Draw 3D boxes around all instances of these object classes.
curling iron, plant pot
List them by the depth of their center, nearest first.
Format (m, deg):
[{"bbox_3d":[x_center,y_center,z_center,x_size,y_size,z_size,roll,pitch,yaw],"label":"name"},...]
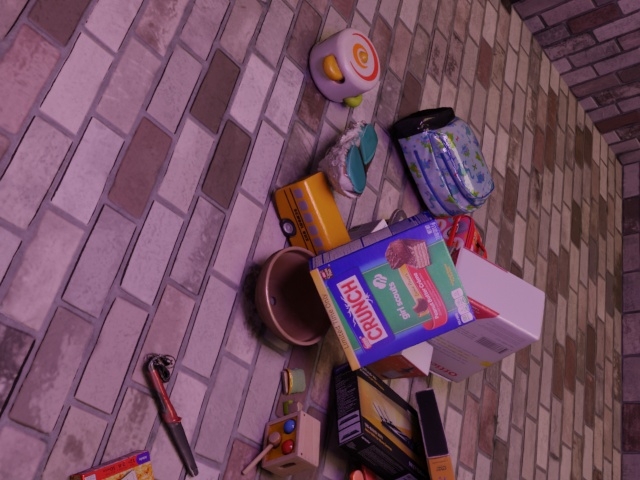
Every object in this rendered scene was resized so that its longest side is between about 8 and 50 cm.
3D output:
[{"bbox_3d":[-0.296,0.357,1.467,0.068,0.035,0.274,-21,94,-50],"label":"curling iron"},{"bbox_3d":[-0.081,0.140,1.723,0.237,0.110,0.237,19,64,-44],"label":"plant pot"}]

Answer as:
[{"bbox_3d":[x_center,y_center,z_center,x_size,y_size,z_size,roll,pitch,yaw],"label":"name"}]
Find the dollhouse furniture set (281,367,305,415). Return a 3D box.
[{"bbox_3d":[-0.046,0.382,1.730,0.076,0.058,0.152,6,74,-49],"label":"dollhouse furniture set"}]

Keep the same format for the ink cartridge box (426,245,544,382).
[{"bbox_3d":[0.378,0.217,1.967,0.279,0.385,0.160,28,53,-11],"label":"ink cartridge box"}]

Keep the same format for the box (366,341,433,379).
[{"bbox_3d":[0.197,0.308,1.945,0.130,0.170,0.091,41,51,-33],"label":"box"}]

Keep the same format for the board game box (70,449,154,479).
[{"bbox_3d":[-0.372,0.507,1.326,0.147,0.045,0.193,-9,86,-50],"label":"board game box"}]

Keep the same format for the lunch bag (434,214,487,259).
[{"bbox_3d":[0.370,0.057,2.148,0.120,0.258,0.293,60,39,-37],"label":"lunch bag"}]

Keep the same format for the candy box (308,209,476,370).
[{"bbox_3d":[0.164,0.116,1.686,0.122,0.317,0.268,-89,156,-78],"label":"candy box"}]

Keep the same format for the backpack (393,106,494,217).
[{"bbox_3d":[0.408,-0.247,2.327,0.290,0.273,0.355,-30,114,-56],"label":"backpack"}]

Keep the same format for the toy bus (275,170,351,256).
[{"bbox_3d":[0.000,0.000,1.842,0.108,0.130,0.333,-33,104,-48],"label":"toy bus"}]

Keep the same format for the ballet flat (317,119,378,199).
[{"bbox_3d":[0.065,-0.206,1.924,0.147,0.147,0.409,61,23,-16],"label":"ballet flat"}]

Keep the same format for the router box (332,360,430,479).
[{"bbox_3d":[0.158,0.484,1.850,0.309,0.081,0.243,44,25,-32],"label":"router box"}]

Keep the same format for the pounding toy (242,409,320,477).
[{"bbox_3d":[-0.087,0.469,1.617,0.100,0.141,0.130,41,37,-34],"label":"pounding toy"}]

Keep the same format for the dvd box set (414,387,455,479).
[{"bbox_3d":[0.330,0.653,1.904,0.307,0.062,0.420,-87,164,-70],"label":"dvd box set"}]

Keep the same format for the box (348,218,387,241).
[{"bbox_3d":[0.159,0.058,2.022,0.103,0.114,0.203,-46,115,-45],"label":"box"}]

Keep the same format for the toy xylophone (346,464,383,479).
[{"bbox_3d":[0.068,0.696,1.748,0.322,0.081,0.236,-19,94,-50],"label":"toy xylophone"}]

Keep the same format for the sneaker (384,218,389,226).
[{"bbox_3d":[0.196,-0.017,2.141,0.170,0.068,0.071,-31,116,-40],"label":"sneaker"}]

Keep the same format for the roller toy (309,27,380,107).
[{"bbox_3d":[0.075,-0.511,2.071,0.209,0.146,0.191,26,59,-41],"label":"roller toy"}]

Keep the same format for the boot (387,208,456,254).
[{"bbox_3d":[0.290,0.012,2.044,0.076,0.208,0.190,-5,101,-45],"label":"boot"}]
